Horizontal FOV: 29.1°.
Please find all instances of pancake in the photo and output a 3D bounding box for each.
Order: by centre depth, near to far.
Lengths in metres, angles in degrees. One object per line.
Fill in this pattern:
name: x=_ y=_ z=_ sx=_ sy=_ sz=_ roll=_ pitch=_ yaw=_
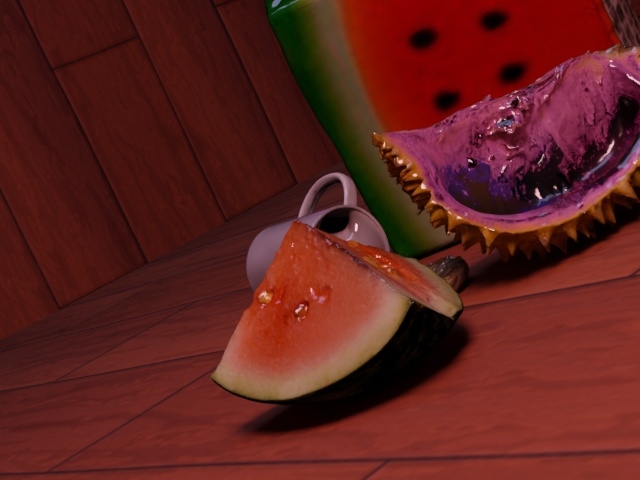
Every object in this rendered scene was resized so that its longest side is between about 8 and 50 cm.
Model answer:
pancake: x=0.070 y=0.050 z=1.091 sx=0.139 sy=0.022 sz=0.139 roll=-24 pitch=6 yaw=3

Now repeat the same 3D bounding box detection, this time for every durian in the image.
durian: x=0.195 y=-0.058 z=1.064 sx=0.261 sy=0.153 sz=0.186 roll=-28 pitch=-15 yaw=-3

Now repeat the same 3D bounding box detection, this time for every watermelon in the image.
watermelon: x=0.031 y=0.060 z=0.903 sx=0.193 sy=0.137 sz=0.145 roll=-20 pitch=-27 yaw=36

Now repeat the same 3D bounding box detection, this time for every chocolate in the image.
chocolate: x=0.152 y=-0.185 z=1.270 sx=0.341 sy=0.360 sz=0.161 roll=-23 pitch=20 yaw=20

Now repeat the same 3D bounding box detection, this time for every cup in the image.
cup: x=0.006 y=0.009 z=1.269 sx=0.136 sy=0.099 sz=0.133 roll=-52 pitch=19 yaw=-28
